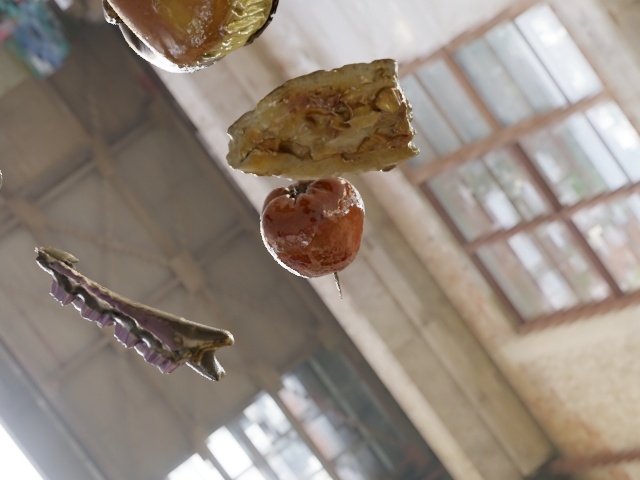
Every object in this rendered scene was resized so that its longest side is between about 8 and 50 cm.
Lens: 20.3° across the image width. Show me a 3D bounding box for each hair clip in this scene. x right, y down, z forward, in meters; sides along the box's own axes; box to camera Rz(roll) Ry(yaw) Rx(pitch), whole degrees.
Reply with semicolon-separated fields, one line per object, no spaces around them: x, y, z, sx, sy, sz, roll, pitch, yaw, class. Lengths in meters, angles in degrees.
-0.245;0.093;2.280;0.084;0.292;0.106;-61;177;8;hair clip

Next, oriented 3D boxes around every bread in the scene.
-0.133;-0.254;1.656;0.114;0.190;0.132;-25;159;-50;bread

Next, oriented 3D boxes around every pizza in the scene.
0.025;-0.106;1.585;0.182;0.062;0.161;5;141;-32;pizza

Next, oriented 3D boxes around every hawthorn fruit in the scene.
-0.003;-0.016;2.036;0.125;0.140;0.125;-38;-146;33;hawthorn fruit

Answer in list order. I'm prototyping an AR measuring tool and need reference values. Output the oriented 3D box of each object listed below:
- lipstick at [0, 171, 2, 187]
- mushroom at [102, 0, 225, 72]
-0.414;-0.086;2.022;0.059;0.059;0.264;-38;-159;-12;lipstick
-0.127;-0.270;1.925;0.194;0.138;0.231;-44;-156;-2;mushroom
